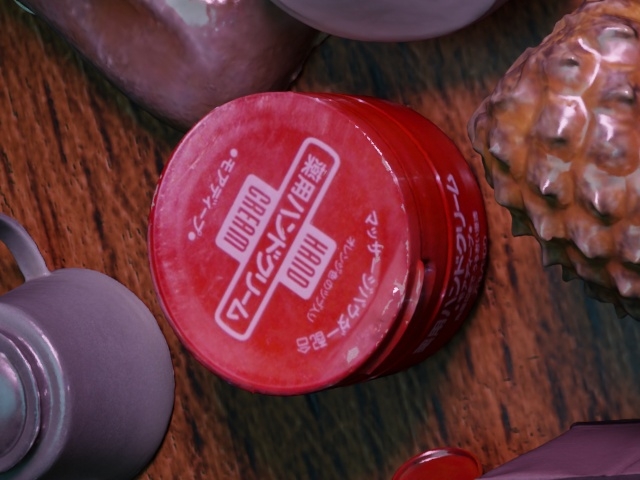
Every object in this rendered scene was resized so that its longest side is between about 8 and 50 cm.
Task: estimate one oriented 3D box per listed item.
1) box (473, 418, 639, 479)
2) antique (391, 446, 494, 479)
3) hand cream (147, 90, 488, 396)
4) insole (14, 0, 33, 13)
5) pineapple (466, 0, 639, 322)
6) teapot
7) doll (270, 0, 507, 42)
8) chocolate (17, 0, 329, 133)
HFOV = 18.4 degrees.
[{"bbox_3d":[0.214,0.233,1.121,0.188,0.153,0.252,-8,91,30],"label":"box"},{"bbox_3d":[0.083,0.183,1.221,0.104,0.104,0.104,2,94,29],"label":"antique"},{"bbox_3d":[0.000,0.000,1.239,0.193,0.125,0.193,3,96,29],"label":"hand cream"},{"bbox_3d":[-0.168,-0.246,1.381,0.063,0.010,0.192,35,109,22],"label":"insole"},{"bbox_3d":[0.246,0.020,1.062,0.361,0.175,0.175,47,114,6],"label":"pineapple"},{"bbox_3d":[-0.210,0.095,1.348,0.162,0.149,0.239,-14,87,30],"label":"teapot"},{"bbox_3d":[0.050,-0.246,1.178,0.221,0.221,0.251,61,144,12],"label":"doll"},{"bbox_3d":[-0.125,-0.179,1.313,0.261,0.083,0.161,37,109,19],"label":"chocolate"}]
